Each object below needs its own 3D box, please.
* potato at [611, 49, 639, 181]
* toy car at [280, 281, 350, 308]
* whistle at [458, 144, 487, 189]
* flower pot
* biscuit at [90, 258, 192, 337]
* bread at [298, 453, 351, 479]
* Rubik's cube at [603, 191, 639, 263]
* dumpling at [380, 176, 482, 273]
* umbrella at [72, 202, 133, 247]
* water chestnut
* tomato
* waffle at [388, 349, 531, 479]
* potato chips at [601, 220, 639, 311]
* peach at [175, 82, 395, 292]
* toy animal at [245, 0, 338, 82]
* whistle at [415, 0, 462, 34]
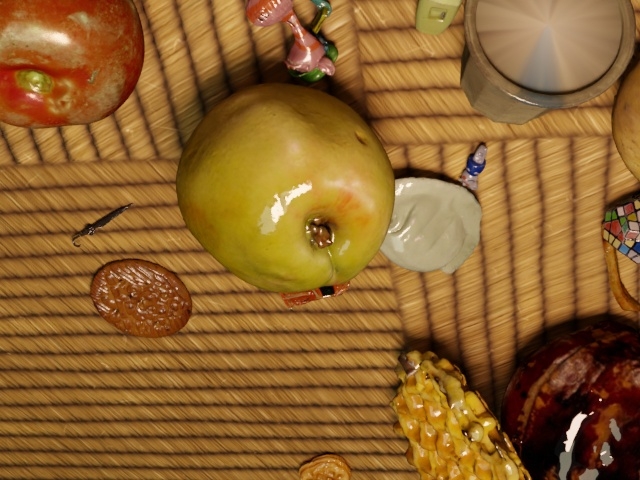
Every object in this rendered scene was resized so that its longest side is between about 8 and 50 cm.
[{"bbox_3d":[0.500,-0.176,1.443,0.229,0.229,0.266,17,147,-4],"label":"potato"},{"bbox_3d":[-0.009,0.080,1.856,0.122,0.035,0.059,-12,123,23],"label":"toy car"},{"bbox_3d":[0.236,-0.111,1.646,0.033,0.029,0.083,29,136,10],"label":"whistle"},{"bbox_3d":[0.272,-0.247,1.391,0.212,0.212,0.202,12,172,0],"label":"flower pot"},{"bbox_3d":[-0.322,0.109,1.947,0.188,0.027,0.188,5,131,6],"label":"biscuit"},{"bbox_3d":[0.008,0.470,2.188,0.111,0.044,0.083,-23,119,26],"label":"bread"},{"bbox_3d":[0.482,-0.019,1.636,0.111,0.111,0.093,2,156,9],"label":"Rubik's cube"},{"bbox_3d":[0.153,-0.029,1.700,0.219,0.108,0.152,27,87,-31],"label":"dumpling"},{"bbox_3d":[-0.373,-0.031,1.842,0.149,0.022,0.022,-34,94,26],"label":"umbrella"},{"bbox_3d":[0.437,0.292,1.818,0.335,0.347,0.335,-8,110,-22],"label":"water chestnut"},{"bbox_3d":[-0.373,-0.289,1.483,0.270,0.222,0.270,0,150,0],"label":"tomato"},{"bbox_3d":[0.244,0.371,1.852,0.095,0.379,0.382,-25,154,-15],"label":"waffle"},{"bbox_3d":[0.475,0.044,1.739,0.037,0.026,0.204,-14,126,18],"label":"potato chips"},{"bbox_3d":[-0.056,-0.072,1.543,0.281,0.315,0.314,-22,140,-26],"label":"peach"},{"bbox_3d":[-0.046,-0.315,1.496,0.103,0.100,0.208,-46,113,-5],"label":"toy animal"},{"bbox_3d":[0.179,-0.361,1.370,0.141,0.141,0.294,13,133,-1],"label":"whistle"}]
